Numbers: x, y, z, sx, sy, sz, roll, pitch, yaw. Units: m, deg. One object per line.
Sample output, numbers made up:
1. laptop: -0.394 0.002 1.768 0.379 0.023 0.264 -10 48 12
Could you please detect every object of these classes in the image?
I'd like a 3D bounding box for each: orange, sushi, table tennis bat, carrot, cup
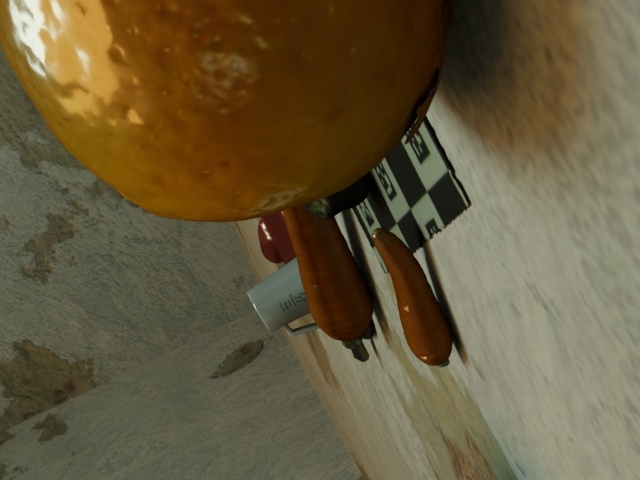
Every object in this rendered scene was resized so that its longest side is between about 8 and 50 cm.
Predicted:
1. orange: -0.047 -0.113 0.396 0.219 0.193 0.219 46 174 6
2. sushi: -0.033 -0.138 0.677 0.359 0.064 0.343 63 173 5
3. table tennis bat: -0.073 -0.040 1.368 0.414 0.051 0.268 96 149 -74
4. table tennis bat: 0.030 0.098 1.092 0.095 0.014 0.158 21 151 35
5. carrot: 0.000 0.000 0.901 0.069 0.069 0.336 57 169 47
6. carrot: 0.068 0.043 0.662 0.142 0.035 0.035 65 174 -30
7. cup: -0.021 0.074 1.145 0.104 0.116 0.074 59 176 -19
